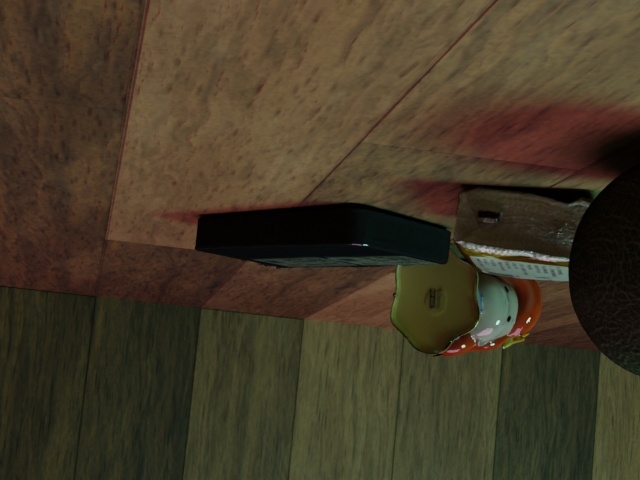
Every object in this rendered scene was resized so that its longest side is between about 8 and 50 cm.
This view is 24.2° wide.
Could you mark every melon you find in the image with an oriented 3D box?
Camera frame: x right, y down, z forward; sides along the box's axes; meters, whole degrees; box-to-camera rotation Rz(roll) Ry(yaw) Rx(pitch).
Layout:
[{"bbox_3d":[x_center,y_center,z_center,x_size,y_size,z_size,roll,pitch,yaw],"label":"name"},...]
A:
[{"bbox_3d":[0.373,0.032,1.525,0.238,0.237,0.301,6,172,-2],"label":"melon"}]

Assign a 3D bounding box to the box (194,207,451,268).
[{"bbox_3d":[0.000,0.000,2.159,0.350,0.058,0.211,-3,170,44],"label":"box"}]

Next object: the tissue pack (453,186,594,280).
[{"bbox_3d":[0.267,-0.001,1.864,0.183,0.091,0.226,3,170,13],"label":"tissue pack"}]

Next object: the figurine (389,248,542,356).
[{"bbox_3d":[0.217,0.099,2.355,0.208,0.181,0.257,-41,155,17],"label":"figurine"}]
